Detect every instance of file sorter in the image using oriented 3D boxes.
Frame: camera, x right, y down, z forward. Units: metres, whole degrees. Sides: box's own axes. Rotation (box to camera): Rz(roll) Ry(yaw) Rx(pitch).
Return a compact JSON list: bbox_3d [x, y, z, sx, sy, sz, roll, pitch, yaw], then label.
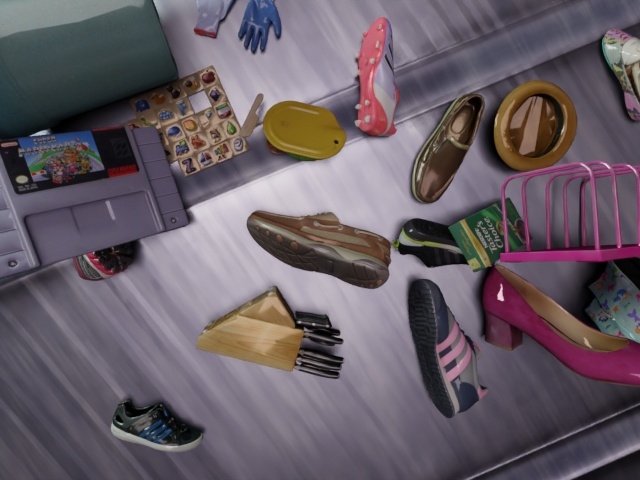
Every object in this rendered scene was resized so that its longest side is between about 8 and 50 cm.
[{"bbox_3d":[0.539,-0.056,0.874,0.291,0.202,0.182,-3,89,-28],"label":"file sorter"}]

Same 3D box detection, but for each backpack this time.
[{"bbox_3d":[0.722,0.161,0.922,0.225,0.253,0.190,14,113,-6],"label":"backpack"}]

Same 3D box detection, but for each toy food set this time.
[{"bbox_3d":[-0.057,-0.230,0.943,0.218,0.071,0.128,14,69,-6],"label":"toy food set"}]

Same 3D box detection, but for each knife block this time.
[{"bbox_3d":[-0.095,0.238,0.958,0.276,0.088,0.242,-30,95,-1],"label":"knife block"}]

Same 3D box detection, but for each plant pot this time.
[{"bbox_3d":[-0.462,-0.381,0.787,0.335,0.341,0.340,-18,95,-10],"label":"plant pot"}]

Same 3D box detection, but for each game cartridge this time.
[{"bbox_3d":[-0.449,-0.090,0.819,0.355,0.068,0.230,-22,101,-40],"label":"game cartridge"}]

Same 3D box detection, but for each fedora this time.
[{"bbox_3d":[0.461,-0.249,0.960,0.195,0.079,0.194,-1,101,-3],"label":"fedora"}]

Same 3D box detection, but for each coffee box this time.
[{"bbox_3d":[0.371,-0.015,0.939,0.184,0.040,0.113,-21,81,-31],"label":"coffee box"}]

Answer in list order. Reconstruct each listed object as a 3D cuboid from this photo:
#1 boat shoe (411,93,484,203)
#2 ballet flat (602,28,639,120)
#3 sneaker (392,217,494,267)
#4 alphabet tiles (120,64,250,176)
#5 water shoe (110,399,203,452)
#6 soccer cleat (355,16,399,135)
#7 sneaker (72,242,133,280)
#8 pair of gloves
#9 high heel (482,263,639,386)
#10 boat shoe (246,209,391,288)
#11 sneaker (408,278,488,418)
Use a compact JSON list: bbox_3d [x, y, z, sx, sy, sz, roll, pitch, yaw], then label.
[{"bbox_3d":[0.277,-0.202,0.944,0.095,0.095,0.257,22,93,-5],"label":"boat shoe"},{"bbox_3d":[0.705,-0.375,0.966,0.077,0.079,0.221,-22,95,-1],"label":"ballet flat"},{"bbox_3d":[0.276,0.020,0.984,0.235,0.084,0.097,18,127,-9],"label":"sneaker"},{"bbox_3d":[-0.303,-0.244,0.950,0.237,0.009,0.198,-23,96,-1],"label":"alphabet tiles"},{"bbox_3d":[-0.359,0.409,0.963,0.203,0.073,0.080,12,91,-5],"label":"water shoe"},{"bbox_3d":[0.131,-0.350,0.943,0.095,0.083,0.247,5,89,-33],"label":"soccer cleat"},{"bbox_3d":[-0.508,-0.057,0.902,0.112,0.121,0.298,-21,88,27],"label":"sneaker"},{"bbox_3d":[-0.174,-0.498,0.933,0.199,0.023,0.159,16,95,-4],"label":"pair of gloves"},{"bbox_3d":[0.510,0.164,0.877,0.378,0.127,0.181,7,104,40],"label":"high heel"},{"bbox_3d":[0.000,0.000,0.945,0.325,0.123,0.116,21,59,4],"label":"boat shoe"},{"bbox_3d":[0.292,0.228,0.985,0.131,0.112,0.318,-16,98,-19],"label":"sneaker"}]
